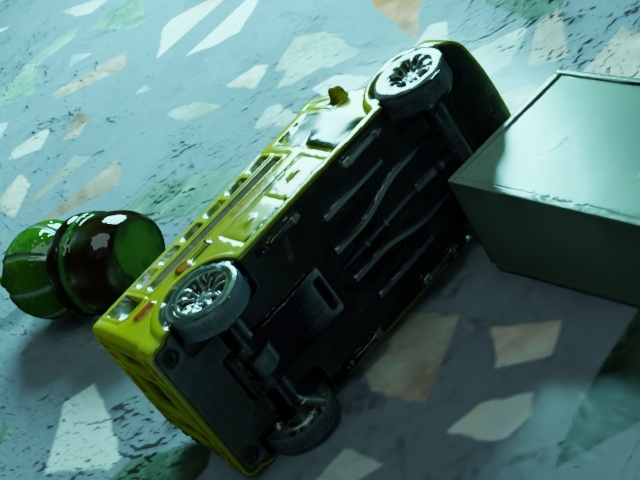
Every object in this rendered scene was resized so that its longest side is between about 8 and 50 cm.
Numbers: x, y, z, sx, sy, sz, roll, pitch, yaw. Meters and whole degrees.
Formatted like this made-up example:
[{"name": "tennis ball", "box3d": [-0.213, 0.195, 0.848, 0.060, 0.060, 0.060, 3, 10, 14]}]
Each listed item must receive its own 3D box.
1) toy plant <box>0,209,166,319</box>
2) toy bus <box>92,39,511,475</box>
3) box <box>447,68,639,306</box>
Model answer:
[{"name": "toy plant", "box3d": [-0.215, 0.023, 1.259, 0.162, 0.093, 0.093, -11, 37, 37]}, {"name": "toy bus", "box3d": [0.000, 0.000, 1.043, 0.330, 0.144, 0.152, -47, 31, -19]}, {"name": "box", "box3d": [0.215, -0.033, 0.949, 0.129, 0.086, 0.225, -44, 33, -21]}]
